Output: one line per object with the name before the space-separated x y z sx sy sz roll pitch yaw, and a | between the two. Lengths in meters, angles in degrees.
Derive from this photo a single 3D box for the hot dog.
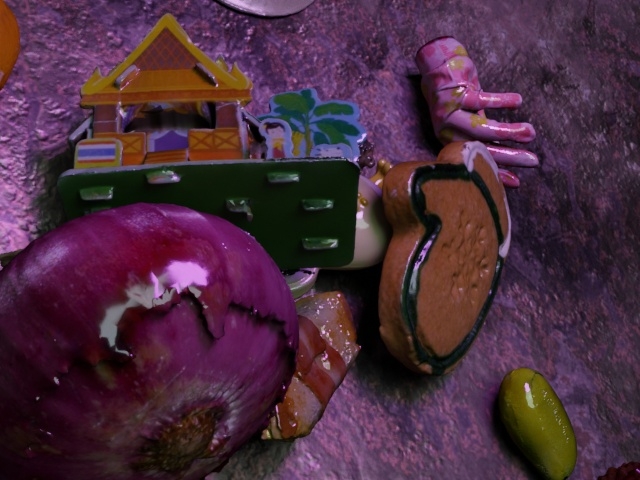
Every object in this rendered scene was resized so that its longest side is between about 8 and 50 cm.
hot dog | -0.035 0.162 1.436 0.123 0.093 0.261 59 34 -11

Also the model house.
model house | -0.120 -0.139 1.402 0.358 0.242 0.312 -3 61 -1

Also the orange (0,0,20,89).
orange | -0.446 -0.236 1.375 0.178 0.155 0.177 9 21 -4

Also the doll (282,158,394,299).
doll | 0.004 -0.006 1.523 0.296 0.117 0.141 -31 76 -35

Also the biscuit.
biscuit | 0.168 0.003 1.553 0.343 0.057 0.287 -59 135 -35

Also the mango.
mango | 0.291 0.252 1.579 0.091 0.074 0.165 -20 89 -39

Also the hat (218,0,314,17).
hat | -0.081 -0.466 1.698 0.257 0.130 0.257 12 61 -23

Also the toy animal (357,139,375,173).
toy animal | -0.032 -0.124 1.582 0.220 0.086 0.069 6 39 -29

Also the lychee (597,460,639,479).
lychee | 0.419 0.413 1.452 0.276 0.276 0.304 -47 124 -36

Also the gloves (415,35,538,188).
gloves | 0.222 -0.178 1.719 0.126 0.145 0.241 -10 67 -22

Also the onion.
onion | -0.200 0.103 1.228 0.358 0.358 0.345 -2 63 -29
